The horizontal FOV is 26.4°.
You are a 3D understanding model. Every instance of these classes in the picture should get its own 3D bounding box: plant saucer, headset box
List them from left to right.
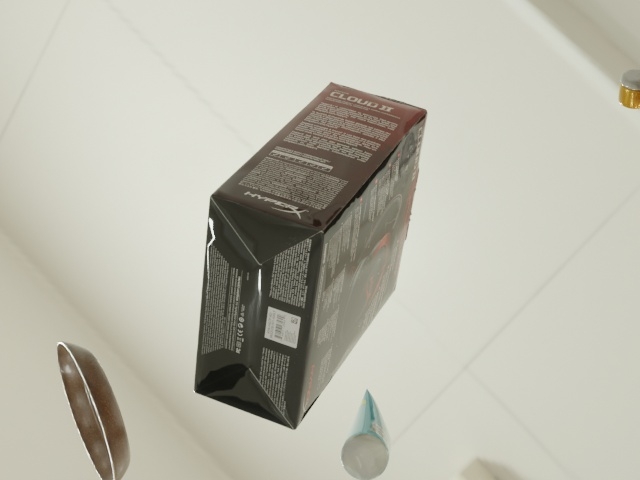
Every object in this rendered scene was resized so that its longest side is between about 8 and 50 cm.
[{"bbox_3d":[-0.240,0.183,1.463,0.029,0.168,0.168,-18,-119,-20],"label":"plant saucer"},{"bbox_3d":[0.000,0.000,1.288,0.110,0.218,0.293,19,-145,16],"label":"headset box"}]

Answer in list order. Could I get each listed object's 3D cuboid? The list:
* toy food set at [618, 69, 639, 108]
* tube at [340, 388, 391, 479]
[{"bbox_3d":[0.494,-0.200,1.701,0.232,0.104,0.111,4,-138,7],"label":"toy food set"},{"bbox_3d":[0.060,0.226,1.581,0.207,0.052,0.080,-29,-75,-82],"label":"tube"}]
